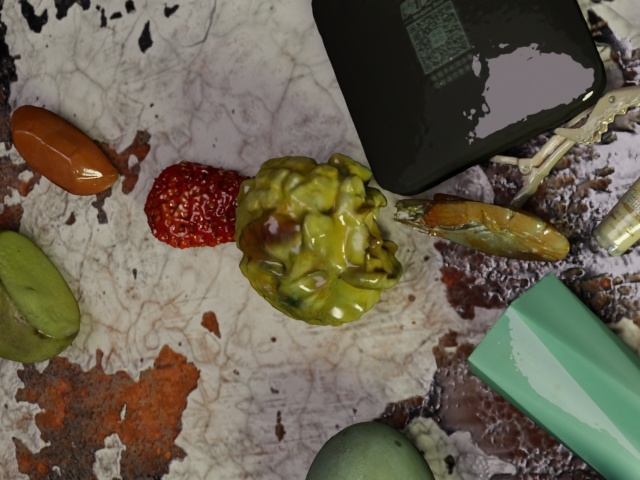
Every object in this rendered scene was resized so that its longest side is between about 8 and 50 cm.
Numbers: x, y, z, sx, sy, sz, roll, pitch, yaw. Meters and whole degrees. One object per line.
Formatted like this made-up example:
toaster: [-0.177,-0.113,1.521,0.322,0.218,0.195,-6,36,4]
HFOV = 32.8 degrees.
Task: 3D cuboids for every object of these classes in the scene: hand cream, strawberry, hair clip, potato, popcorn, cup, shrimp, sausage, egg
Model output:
hand cream: [0.347,-0.042,1.145,0.061,0.039,0.143,48,111,23]
strawberry: [-0.159,-0.051,1.431,0.188,0.082,0.121,-6,87,35]
hair clip: [0.280,-0.122,1.181,0.226,0.034,0.072,-38,73,27]
potato: [-0.469,0.074,1.600,0.298,0.141,0.176,28,120,20]
popcorn: [-0.001,-0.001,1.288,0.189,0.169,0.218,-14,122,26]
cup: [0.289,0.158,1.144,0.236,0.134,0.148,40,115,20]
shrimp: [0.175,-0.023,1.210,0.217,0.115,0.051,15,66,34]
sausage: [-0.372,-0.127,1.556,0.179,0.089,0.089,35,111,15]
egg: [0.059,0.328,1.266,0.169,0.169,0.236,1,91,32]

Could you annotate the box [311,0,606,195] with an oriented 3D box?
box: [0.148,-0.225,1.223,0.290,0.073,0.289,-28,74,29]
